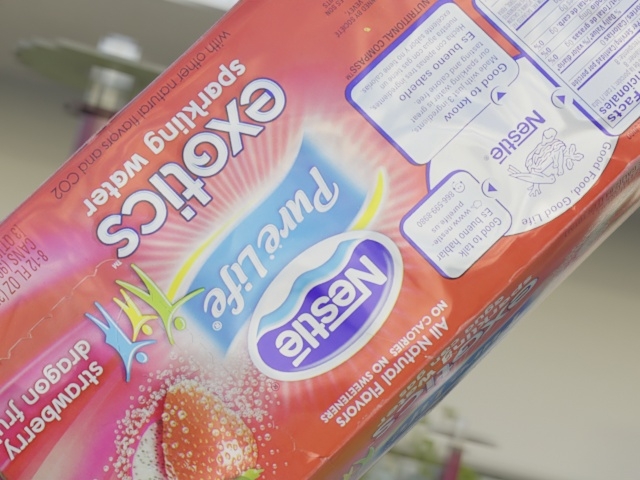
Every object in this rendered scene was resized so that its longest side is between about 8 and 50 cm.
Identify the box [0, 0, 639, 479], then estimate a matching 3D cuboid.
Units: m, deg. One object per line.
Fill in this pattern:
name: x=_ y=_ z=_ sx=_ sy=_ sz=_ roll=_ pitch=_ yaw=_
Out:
box: x=0.000 y=0.000 z=0.652 sx=0.128 sy=0.257 sz=0.122 roll=45 pitch=-6 yaw=12
